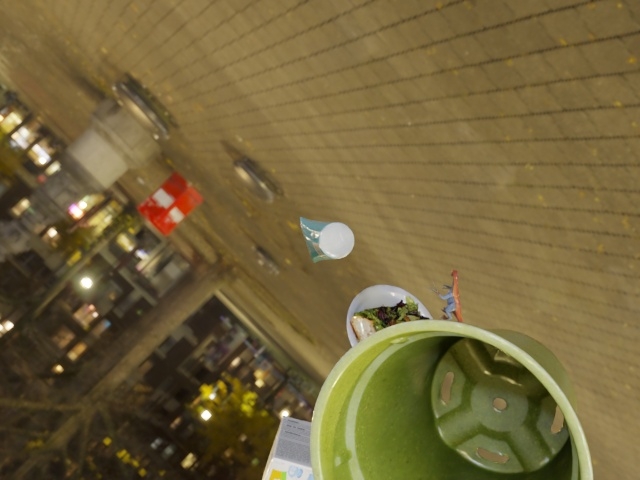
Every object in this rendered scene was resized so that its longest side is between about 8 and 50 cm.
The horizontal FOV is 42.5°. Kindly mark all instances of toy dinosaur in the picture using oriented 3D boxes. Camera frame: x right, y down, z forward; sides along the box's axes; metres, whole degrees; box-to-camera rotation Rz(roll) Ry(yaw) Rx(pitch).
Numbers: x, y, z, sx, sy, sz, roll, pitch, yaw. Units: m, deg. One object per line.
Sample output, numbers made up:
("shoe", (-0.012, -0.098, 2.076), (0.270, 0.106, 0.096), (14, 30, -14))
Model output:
("toy dinosaur", (0.222, 0.092, 1.353), (0.090, 0.047, 0.082), (30, 126, 10))

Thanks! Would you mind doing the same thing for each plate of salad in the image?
("plate of salad", (0.144, 0.171, 1.568), (0.200, 0.200, 0.048), (44, 142, 4))

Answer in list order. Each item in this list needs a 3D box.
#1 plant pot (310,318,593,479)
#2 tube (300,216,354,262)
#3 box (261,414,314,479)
("plant pot", (0.165, 0.203, 0.883), (0.276, 0.276, 0.254), (42, -160, 16))
("tube", (0.000, 0.000, 1.280), (0.207, 0.052, 0.080), (-177, 76, -76))
("box", (-0.050, 0.450, 1.583), (0.114, 0.103, 0.203), (16, 128, -1))
